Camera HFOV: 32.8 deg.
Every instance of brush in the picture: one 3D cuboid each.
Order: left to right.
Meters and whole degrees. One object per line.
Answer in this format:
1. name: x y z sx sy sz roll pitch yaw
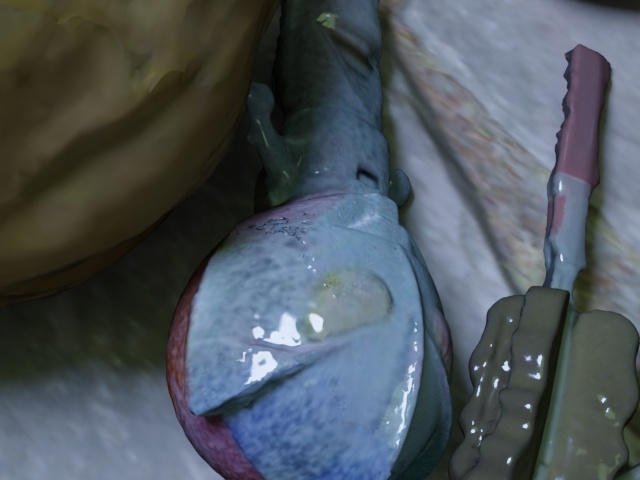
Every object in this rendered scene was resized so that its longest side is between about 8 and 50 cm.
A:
1. brush: 0.126 0.017 0.556 0.084 0.071 0.301 31 58 -25

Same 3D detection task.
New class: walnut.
1. walnut: -0.192 -0.146 0.515 0.383 0.383 0.384 -1 72 4

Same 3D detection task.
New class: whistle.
1. whistle: -0.001 0.000 0.556 0.142 0.134 0.346 12 59 -19

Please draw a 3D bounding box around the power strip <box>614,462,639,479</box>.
1. power strip: 0.115 0.163 0.542 0.191 0.030 0.048 -28 72 -6
